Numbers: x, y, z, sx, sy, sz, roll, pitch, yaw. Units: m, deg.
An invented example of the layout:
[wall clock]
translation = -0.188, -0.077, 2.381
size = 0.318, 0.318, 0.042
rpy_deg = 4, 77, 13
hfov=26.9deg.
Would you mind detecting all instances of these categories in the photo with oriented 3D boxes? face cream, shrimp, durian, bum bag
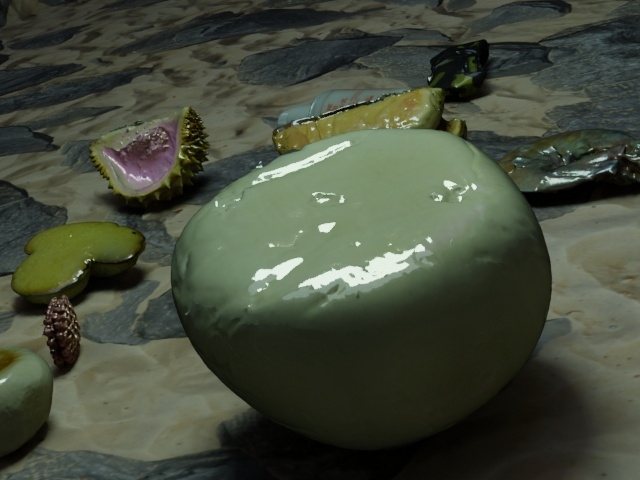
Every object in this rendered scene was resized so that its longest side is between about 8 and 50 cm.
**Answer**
[face cream]
translation = 0.036, -0.178, 2.012
size = 0.252, 0.101, 0.101
rpy_deg = 5, 28, 40
[shrimp]
translation = 0.333, -0.089, 1.666
size = 0.164, 0.062, 0.317
rpy_deg = -30, 22, -26
[durian]
translation = -0.250, -0.125, 2.020
size = 0.182, 0.132, 0.165
rpy_deg = -26, 10, -1
[bum bag]
translation = 0.227, -0.282, 2.211
size = 0.107, 0.060, 0.232
rpy_deg = -17, 18, 17

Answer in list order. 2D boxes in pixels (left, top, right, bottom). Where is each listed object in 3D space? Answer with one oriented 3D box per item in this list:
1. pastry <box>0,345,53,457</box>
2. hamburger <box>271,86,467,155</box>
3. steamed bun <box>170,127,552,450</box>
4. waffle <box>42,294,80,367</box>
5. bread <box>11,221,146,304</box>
[pastry]
translation = -0.354, 0.170, 1.398
size = 0.157, 0.092, 0.156
rpy_deg = -9, 23, 4
[hamburger]
translation = 0.075, -0.116, 1.829
size = 0.262, 0.124, 0.131
rpy_deg = -16, 40, 6
[steamed bun]
translation = 0.046, 0.063, 1.223
size = 0.334, 0.233, 0.312
rpy_deg = -18, 32, -2
[waffle]
translation = -0.297, 0.104, 1.545
size = 0.029, 0.075, 0.083
rpy_deg = -7, 27, 3
[bread]
translation = -0.313, 0.039, 1.752
size = 0.188, 0.065, 0.149
rpy_deg = -2, 35, 20
